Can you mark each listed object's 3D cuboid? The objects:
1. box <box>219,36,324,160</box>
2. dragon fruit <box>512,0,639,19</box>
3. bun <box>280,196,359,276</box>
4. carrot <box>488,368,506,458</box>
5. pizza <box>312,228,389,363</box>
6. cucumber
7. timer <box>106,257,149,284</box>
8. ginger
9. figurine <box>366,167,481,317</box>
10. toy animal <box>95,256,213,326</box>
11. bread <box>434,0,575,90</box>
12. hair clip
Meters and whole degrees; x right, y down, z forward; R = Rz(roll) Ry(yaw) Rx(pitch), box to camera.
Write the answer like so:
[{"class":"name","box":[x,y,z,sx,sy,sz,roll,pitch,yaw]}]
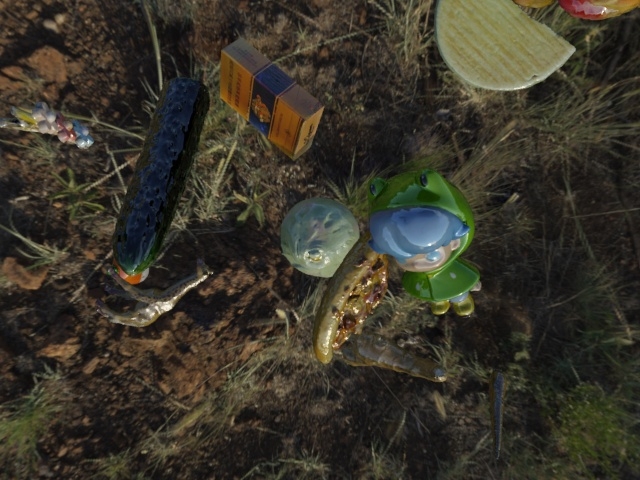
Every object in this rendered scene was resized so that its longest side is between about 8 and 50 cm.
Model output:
[{"class":"box","box":[-0.113,-0.303,1.040,0.237,0.152,0.070,39,64,6]},{"class":"dragon fruit","box":[0.289,-0.336,0.398,0.296,0.263,0.314,21,91,44]},{"class":"bun","box":[0.000,0.000,1.583,0.283,0.179,0.283,-1,108,-4]},{"class":"carrot","box":[0.476,0.461,1.284,0.049,0.049,0.254,20,49,0]},{"class":"pizza","box":[0.090,0.122,1.069,0.086,0.226,0.335,27,94,33]},{"class":"cucumber","box":[-0.153,-0.062,0.458,0.052,0.058,0.214,24,58,-30]},{"class":"timer","box":[-0.621,0.085,1.526,0.136,0.136,0.099,-50,46,-3]},{"class":"ginger","box":[0.176,0.299,1.223,0.081,0.334,0.148,-44,128,-38]},{"class":"figurine","box":[0.164,0.008,0.739,0.143,0.162,0.263,-52,125,-36]},{"class":"toy animal","box":[-0.380,0.121,1.095,0.275,0.054,0.149,-5,93,-3]},{"class":"bread","box":[0.226,-0.264,0.643,0.193,0.036,0.112,35,107,1]},{"class":"hair clip","box":[-0.482,-0.209,0.875,0.056,0.214,0.062,-22,86,14]}]
